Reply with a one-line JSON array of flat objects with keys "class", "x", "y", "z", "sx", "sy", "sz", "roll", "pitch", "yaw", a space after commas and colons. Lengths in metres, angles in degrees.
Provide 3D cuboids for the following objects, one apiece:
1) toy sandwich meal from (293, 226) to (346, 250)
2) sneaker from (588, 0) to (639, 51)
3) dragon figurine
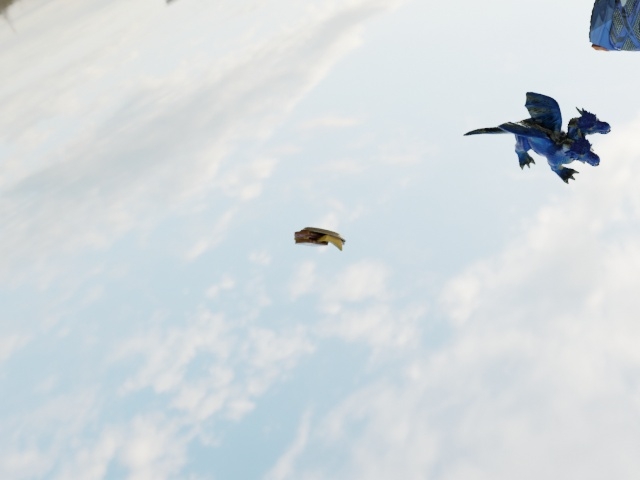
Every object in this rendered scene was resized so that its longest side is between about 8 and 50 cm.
[{"class": "toy sandwich meal", "x": 0.000, "y": 0.000, "z": 1.395, "sx": 0.086, "sy": 0.086, "sz": 0.029, "roll": 2, "pitch": -104, "yaw": 50}, {"class": "sneaker", "x": 0.387, "y": -0.326, "z": 1.053, "sx": 0.087, "sy": 0.221, "sz": 0.083, "roll": 25, "pitch": -126, "yaw": 33}, {"class": "dragon figurine", "x": 0.339, "y": -0.175, "z": 1.366, "sx": 0.085, "sy": 0.144, "sz": 0.289, "roll": -49, "pitch": -132, "yaw": -8}]
